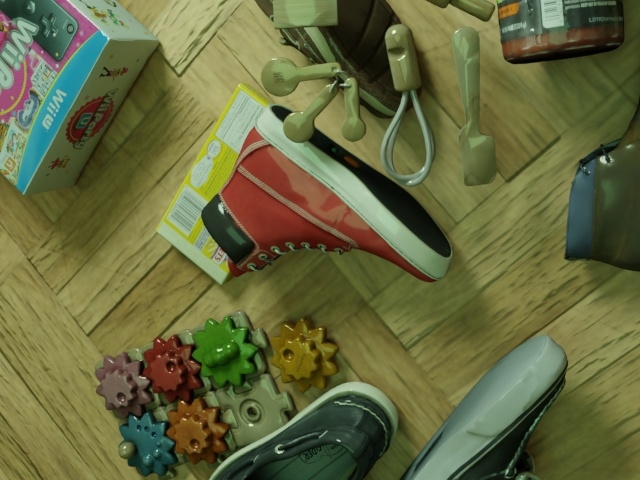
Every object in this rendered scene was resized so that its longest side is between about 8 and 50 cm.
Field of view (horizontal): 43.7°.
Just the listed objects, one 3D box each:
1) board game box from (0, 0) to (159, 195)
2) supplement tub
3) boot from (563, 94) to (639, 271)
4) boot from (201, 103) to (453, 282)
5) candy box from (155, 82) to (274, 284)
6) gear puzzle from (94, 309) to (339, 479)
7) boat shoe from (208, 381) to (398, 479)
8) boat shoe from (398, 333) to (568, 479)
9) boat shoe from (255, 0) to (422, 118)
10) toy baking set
[{"bbox_3d":[-0.369,-0.237,0.935,0.303,0.097,0.224,41,113,10],"label":"board game box"},{"bbox_3d":[0.200,-0.257,0.685,0.106,0.106,0.198,-4,98,23],"label":"supplement tub"},{"bbox_3d":[0.267,-0.076,0.704,0.106,0.082,0.219,-1,101,20],"label":"boot"},{"bbox_3d":[0.000,0.000,0.822,0.244,0.088,0.176,37,112,6],"label":"boot"},{"bbox_3d":[-0.096,-0.060,0.889,0.105,0.027,0.206,38,112,9],"label":"candy box"},{"bbox_3d":[-0.124,0.182,0.937,0.339,0.044,0.175,-21,91,25],"label":"gear puzzle"},{"bbox_3d":[-0.050,0.295,0.883,0.340,0.113,0.127,-40,96,23],"label":"boat shoe"},{"bbox_3d":[0.163,0.225,0.789,0.105,0.113,0.306,36,114,6],"label":"boat shoe"},{"bbox_3d":[-0.001,-0.224,0.799,0.257,0.095,0.095,54,151,-3],"label":"boat shoe"},{"bbox_3d":[0.063,-0.159,0.727,0.256,0.030,0.196,23,111,2],"label":"toy baking set"}]
